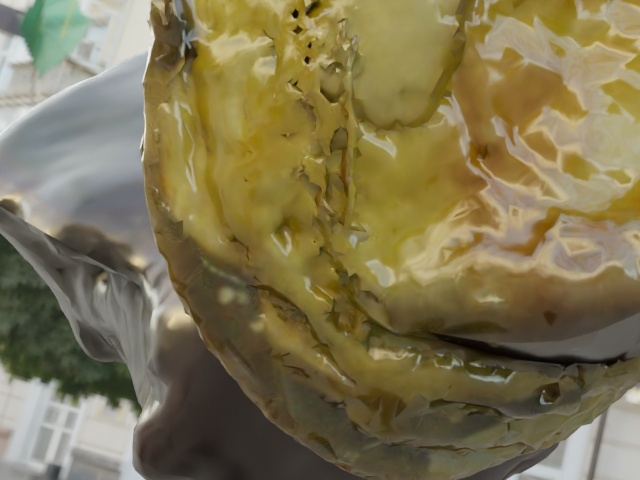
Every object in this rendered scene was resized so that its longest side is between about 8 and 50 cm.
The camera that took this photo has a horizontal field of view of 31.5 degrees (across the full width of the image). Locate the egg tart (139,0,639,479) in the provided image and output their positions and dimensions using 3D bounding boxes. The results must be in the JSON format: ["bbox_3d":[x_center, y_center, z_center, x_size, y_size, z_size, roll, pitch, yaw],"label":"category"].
[{"bbox_3d":[0.081,-0.044,0.398,0.297,0.297,0.132,20,3,-19],"label":"egg tart"}]

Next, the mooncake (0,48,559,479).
[{"bbox_3d":[0.000,0.000,0.676,0.212,0.351,0.381,65,-6,-34],"label":"mooncake"}]
